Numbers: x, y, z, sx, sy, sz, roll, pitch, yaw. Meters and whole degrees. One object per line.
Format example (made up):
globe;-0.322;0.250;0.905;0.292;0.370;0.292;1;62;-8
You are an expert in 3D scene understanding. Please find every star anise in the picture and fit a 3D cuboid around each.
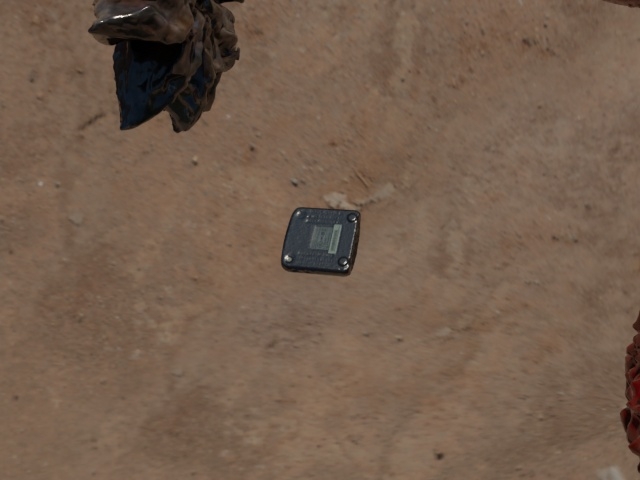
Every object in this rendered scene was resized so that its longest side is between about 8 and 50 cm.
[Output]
star anise;-0.167;-0.274;1.148;0.117;0.331;0.332;1;81;20

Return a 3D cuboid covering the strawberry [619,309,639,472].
strawberry;0.272;0.048;0.524;0.233;0.306;0.138;-5;93;20

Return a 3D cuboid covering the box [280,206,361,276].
box;0.000;0.000;1.688;0.125;0.027;0.126;4;59;12

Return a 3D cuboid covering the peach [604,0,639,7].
peach;0.508;-0.535;1.545;0.370;0.370;0.370;-3;80;18
